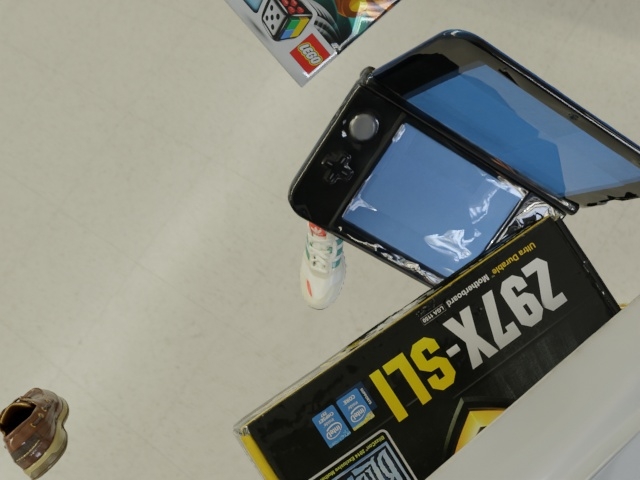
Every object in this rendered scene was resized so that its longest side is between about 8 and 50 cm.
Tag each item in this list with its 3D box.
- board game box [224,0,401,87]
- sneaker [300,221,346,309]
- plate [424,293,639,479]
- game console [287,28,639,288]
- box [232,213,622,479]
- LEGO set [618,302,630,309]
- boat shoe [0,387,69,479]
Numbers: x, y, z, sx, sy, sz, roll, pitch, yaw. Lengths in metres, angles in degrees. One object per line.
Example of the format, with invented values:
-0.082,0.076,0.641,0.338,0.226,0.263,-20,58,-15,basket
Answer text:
-0.038,-0.267,0.525,0.193,0.305,0.053,-40,26,9,board game box
0.000,0.000,1.022,0.057,0.075,0.161,15,92,23,sneaker
0.144,0.207,0.523,0.278,0.277,0.045,-30,33,-32,plate
0.154,-0.049,0.897,0.250,0.293,0.173,-57,20,14,game console
0.129,0.169,0.722,0.322,0.079,0.257,-32,87,-15,box
0.394,0.129,1.197,0.132,0.107,0.287,53,130,19,LEGO set
-0.317,0.195,0.970,0.064,0.060,0.178,-44,20,-6,boat shoe
